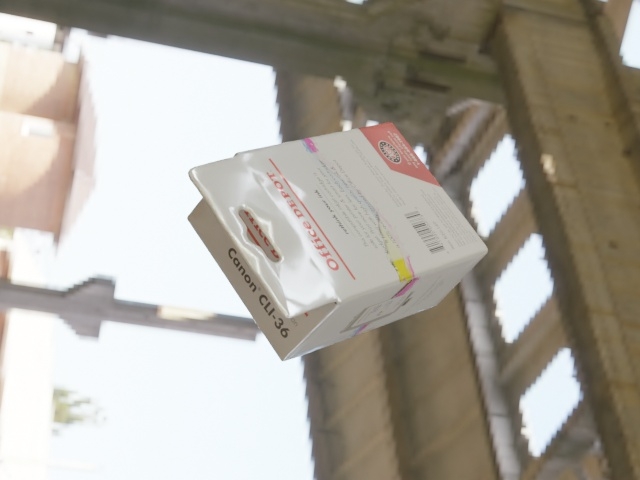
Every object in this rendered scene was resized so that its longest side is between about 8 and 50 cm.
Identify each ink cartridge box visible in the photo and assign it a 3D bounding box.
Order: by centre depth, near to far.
[{"bbox_3d":[0.000,0.000,0.891,0.115,0.198,0.067,55,-51,17],"label":"ink cartridge box"}]
